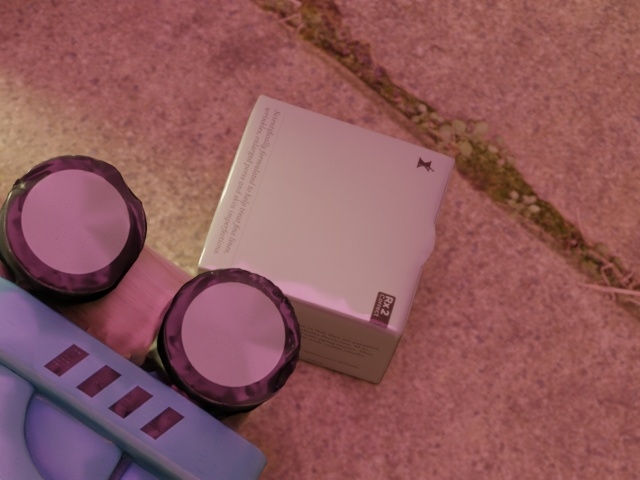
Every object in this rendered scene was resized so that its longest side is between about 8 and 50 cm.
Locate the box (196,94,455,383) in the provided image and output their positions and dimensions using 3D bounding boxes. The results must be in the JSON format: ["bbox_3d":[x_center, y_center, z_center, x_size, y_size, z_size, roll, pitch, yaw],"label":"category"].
[{"bbox_3d":[0.000,0.000,1.543,0.181,0.119,0.181,19,62,0],"label":"box"}]

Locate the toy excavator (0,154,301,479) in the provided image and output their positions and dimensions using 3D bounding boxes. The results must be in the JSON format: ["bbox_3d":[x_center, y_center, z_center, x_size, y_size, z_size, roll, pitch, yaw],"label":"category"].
[{"bbox_3d":[-0.174,0.230,1.361,0.433,0.222,0.445,35,71,-7],"label":"toy excavator"}]
